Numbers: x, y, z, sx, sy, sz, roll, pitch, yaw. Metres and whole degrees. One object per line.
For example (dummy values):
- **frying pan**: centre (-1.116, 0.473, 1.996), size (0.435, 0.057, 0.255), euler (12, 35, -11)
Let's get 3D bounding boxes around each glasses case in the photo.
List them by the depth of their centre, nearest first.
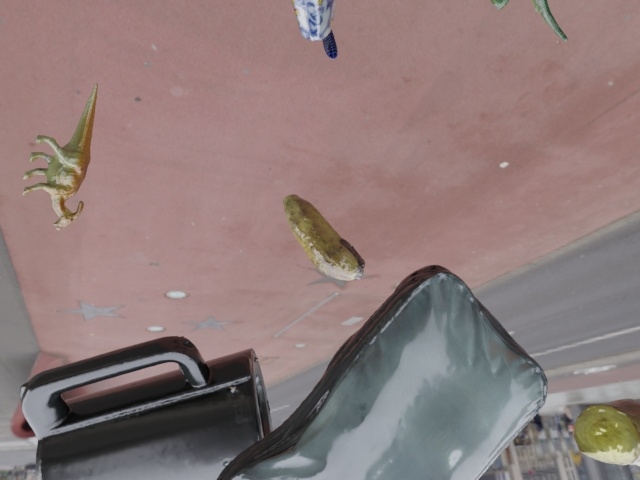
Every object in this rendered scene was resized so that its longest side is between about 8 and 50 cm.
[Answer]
- **glasses case**: centre (-0.016, -0.398, 0.580), size (0.065, 0.087, 0.248), euler (9, 140, 14)

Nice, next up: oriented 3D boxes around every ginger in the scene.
- **ginger**: centre (0.533, 0.312, 0.701), size (0.262, 0.117, 0.109), euler (11, 132, -20)

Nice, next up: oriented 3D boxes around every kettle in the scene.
- **kettle**: centre (-0.233, 0.284, 0.641), size (0.307, 0.203, 0.262), euler (-11, 150, -6)

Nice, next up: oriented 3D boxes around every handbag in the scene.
- **handbag**: centre (0.062, 0.191, 0.407), size (0.192, 0.332, 0.075), euler (47, 170, -9)

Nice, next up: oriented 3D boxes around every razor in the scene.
- **razor**: centre (0.005, -0.388, 0.747), size (0.044, 0.155, 0.028), euler (-15, -168, -5)

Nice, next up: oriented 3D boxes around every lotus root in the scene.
- **lotus root**: centre (0.000, 0.000, 1.022), size (0.097, 0.258, 0.110), euler (-41, 163, 2)

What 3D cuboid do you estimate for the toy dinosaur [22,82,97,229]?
- **toy dinosaur**: centre (-0.192, -0.063, 0.322), size (0.041, 0.114, 0.026), euler (8, -173, -37)

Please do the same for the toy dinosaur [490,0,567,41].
- **toy dinosaur**: centre (0.375, -0.602, 0.770), size (0.447, 0.087, 0.301), euler (43, 119, -4)
